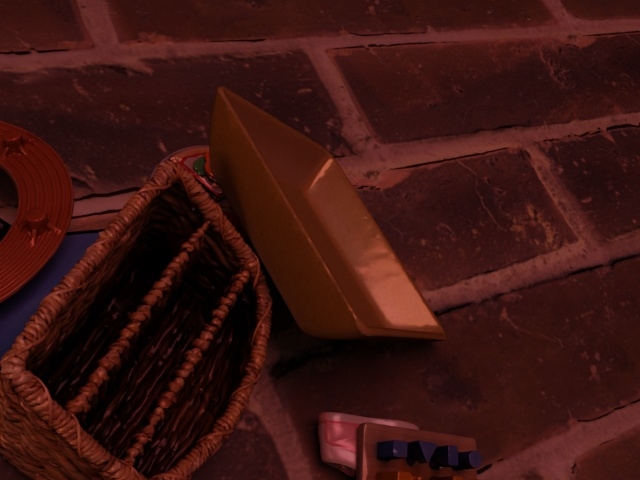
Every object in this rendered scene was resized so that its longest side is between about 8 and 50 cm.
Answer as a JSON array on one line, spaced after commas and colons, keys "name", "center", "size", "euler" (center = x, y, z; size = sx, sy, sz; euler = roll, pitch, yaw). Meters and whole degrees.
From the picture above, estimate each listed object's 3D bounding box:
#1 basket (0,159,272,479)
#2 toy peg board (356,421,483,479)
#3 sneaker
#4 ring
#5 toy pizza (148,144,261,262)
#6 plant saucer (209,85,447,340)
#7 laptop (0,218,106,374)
[{"name": "basket", "center": [-0.163, 0.114, 0.814], "size": [0.213, 0.223, 0.299], "euler": [32, 49, -2]}, {"name": "toy peg board", "center": [0.128, 0.292, 0.888], "size": [0.161, 0.079, 0.160], "euler": [15, 66, -25]}, {"name": "sneaker", "center": [0.056, 0.246, 0.942], "size": [0.134, 0.051, 0.070], "euler": [13, 66, -25]}, {"name": "ring", "center": [-0.436, -0.033, 0.838], "size": [0.337, 0.032, 0.336], "euler": [3, 47, -3]}, {"name": "toy pizza", "center": [-0.132, -0.054, 1.069], "size": [0.201, 0.032, 0.201], "euler": [13, 53, -17]}, {"name": "plant saucer", "center": [0.000, 0.000, 0.982], "size": [0.333, 0.081, 0.333], "euler": [59, 15, 19]}, {"name": "laptop", "center": [-0.397, 0.023, 0.819], "size": [0.264, 0.136, 0.234], "euler": [35, 49, -7]}]
